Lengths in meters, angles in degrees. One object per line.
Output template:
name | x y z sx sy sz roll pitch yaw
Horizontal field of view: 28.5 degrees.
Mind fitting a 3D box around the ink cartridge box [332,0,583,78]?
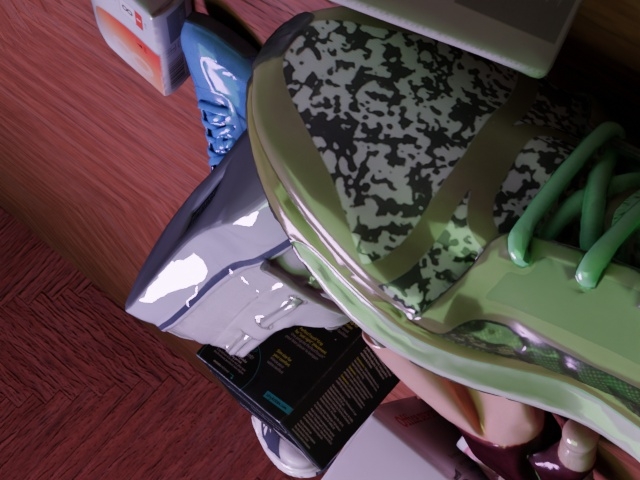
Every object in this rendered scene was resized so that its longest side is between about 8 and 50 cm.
ink cartridge box | -0.076 -0.154 0.449 0.261 0.066 0.296 32 -165 34

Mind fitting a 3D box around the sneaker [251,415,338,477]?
sneaker | -0.033 0.108 1.266 0.094 0.235 0.153 -4 142 5

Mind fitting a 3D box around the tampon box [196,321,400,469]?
tampon box | -0.002 0.096 1.129 0.120 0.161 0.101 34 165 38

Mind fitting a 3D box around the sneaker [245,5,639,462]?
sneaker | 0.155 0.012 0.506 0.410 0.158 0.182 34 157 4

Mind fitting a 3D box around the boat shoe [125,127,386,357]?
boat shoe | -0.004 0.008 0.841 0.156 0.135 0.367 30 147 -13

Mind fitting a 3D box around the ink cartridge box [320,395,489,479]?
ink cartridge box | 0.150 0.290 1.280 0.273 0.114 0.198 38 -172 17

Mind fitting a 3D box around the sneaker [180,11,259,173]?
sneaker | -0.054 -0.073 0.928 0.069 0.082 0.209 32 162 45

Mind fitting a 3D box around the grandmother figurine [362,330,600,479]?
grandmother figurine | 0.137 0.137 1.005 0.208 0.104 0.342 40 167 51

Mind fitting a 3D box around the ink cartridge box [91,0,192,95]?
ink cartridge box | -0.171 -0.201 0.944 0.179 0.045 0.145 38 166 8

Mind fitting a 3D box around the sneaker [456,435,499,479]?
sneaker | 0.172 0.203 1.209 0.070 0.051 0.134 39 172 18
